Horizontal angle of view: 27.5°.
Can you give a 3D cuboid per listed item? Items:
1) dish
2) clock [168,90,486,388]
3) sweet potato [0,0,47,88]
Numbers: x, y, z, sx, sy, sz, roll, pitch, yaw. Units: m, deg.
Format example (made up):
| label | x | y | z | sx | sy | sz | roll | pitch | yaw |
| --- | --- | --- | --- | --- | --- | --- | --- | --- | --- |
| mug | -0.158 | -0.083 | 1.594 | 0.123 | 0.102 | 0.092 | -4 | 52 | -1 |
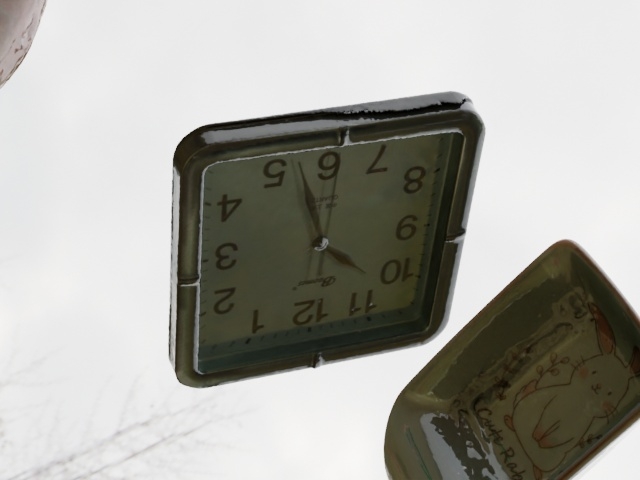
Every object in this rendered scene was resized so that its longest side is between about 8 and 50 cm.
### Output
| label | x | y | z | sx | sy | sz | roll | pitch | yaw |
| --- | --- | --- | --- | --- | --- | --- | --- | --- | --- |
| dish | 0.147 | 0.128 | 0.939 | 0.234 | 0.064 | 0.154 | -45 | -135 | 18 |
| clock | 0.000 | 0.000 | 1.151 | 0.049 | 0.273 | 0.279 | -120 | -152 | -46 |
| sweet potato | -0.080 | -0.120 | 0.348 | 0.050 | 0.050 | 0.214 | 12 | -102 | 31 |
